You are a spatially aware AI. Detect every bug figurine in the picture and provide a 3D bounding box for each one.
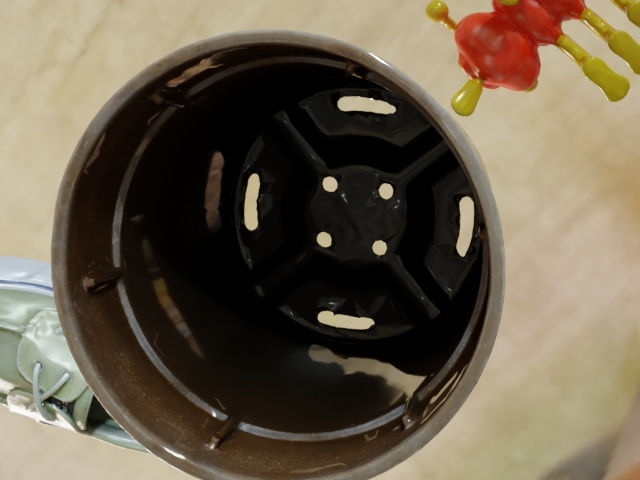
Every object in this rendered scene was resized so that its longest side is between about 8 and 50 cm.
[{"bbox_3d":[0.195,-0.081,0.710,0.216,0.279,0.072,-48,19,5],"label":"bug figurine"}]

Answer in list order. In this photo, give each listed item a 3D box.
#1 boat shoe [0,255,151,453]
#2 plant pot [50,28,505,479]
[{"bbox_3d":[-0.172,0.089,1.138,0.094,0.302,0.109,-92,16,-58],"label":"boat shoe"},{"bbox_3d":[0.000,0.000,0.636,0.167,0.167,0.165,-49,-5,13],"label":"plant pot"}]
